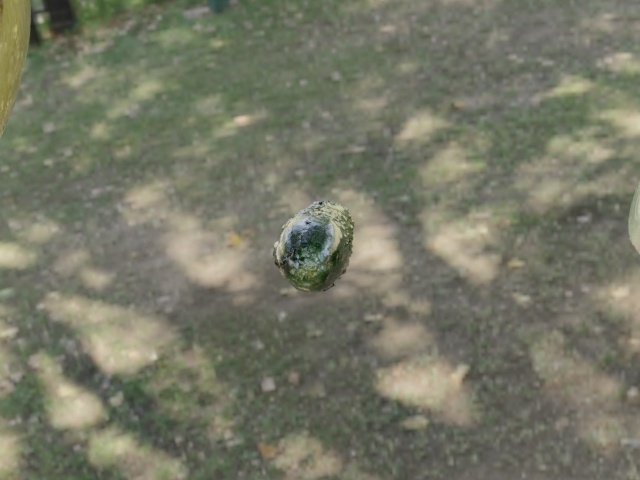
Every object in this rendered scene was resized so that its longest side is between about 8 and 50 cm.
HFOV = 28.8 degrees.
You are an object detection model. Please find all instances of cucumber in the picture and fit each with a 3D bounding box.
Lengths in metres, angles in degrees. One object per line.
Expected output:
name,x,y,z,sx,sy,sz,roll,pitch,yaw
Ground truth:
cucumber,0.000,0.000,1.109,0.069,0.069,0.227,-3,10,8

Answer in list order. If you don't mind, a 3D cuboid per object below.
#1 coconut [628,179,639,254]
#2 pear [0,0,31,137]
coconut,0.410,-0.029,1.291,0.194,0.194,0.194,-6,31,4
pear,-0.316,-0.134,0.734,0.309,0.309,0.309,-6,31,4
